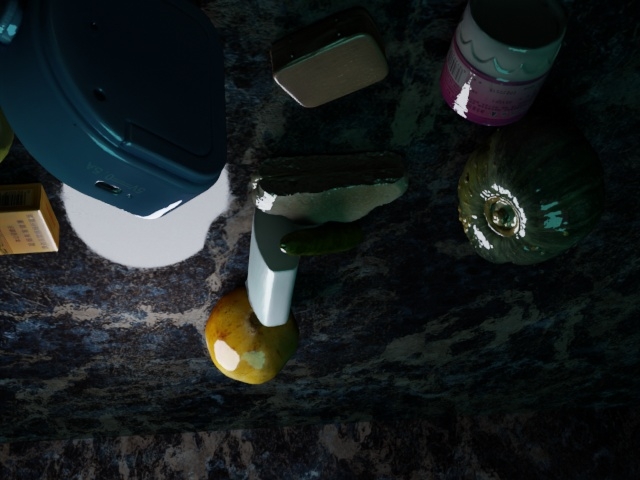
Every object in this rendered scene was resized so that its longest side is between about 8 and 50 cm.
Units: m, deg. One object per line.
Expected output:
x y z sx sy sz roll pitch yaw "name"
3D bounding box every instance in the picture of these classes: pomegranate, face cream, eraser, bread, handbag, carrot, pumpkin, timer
-0.180 0.253 2.257 0.264 0.264 0.264 -5 150 -3 "pomegranate"
0.309 -0.319 1.450 0.175 0.175 0.195 -2 151 -9 "face cream"
-0.116 0.061 2.002 0.104 0.189 0.290 -5 150 -11 "eraser"
0.018 -0.107 1.836 0.337 0.102 0.183 -5 154 -8 "bread"
0.022 -0.317 1.501 0.193 0.072 0.151 -22 147 21 "handbag"
0.000 0.000 1.896 0.074 0.074 0.358 -24 175 27 "carrot"
0.424 -0.101 1.747 0.257 0.291 0.328 -24 179 -34 "pumpkin"
-0.322 -0.242 1.266 0.173 0.395 0.395 -26 145 35 "timer"

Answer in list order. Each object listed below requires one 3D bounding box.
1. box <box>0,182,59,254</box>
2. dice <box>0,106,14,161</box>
-0.718 -0.040 1.818 0.274 0.076 0.174 -4 149 -5 "box"
-0.646 -0.226 1.356 0.227 0.233 0.238 -13 150 8 "dice"
